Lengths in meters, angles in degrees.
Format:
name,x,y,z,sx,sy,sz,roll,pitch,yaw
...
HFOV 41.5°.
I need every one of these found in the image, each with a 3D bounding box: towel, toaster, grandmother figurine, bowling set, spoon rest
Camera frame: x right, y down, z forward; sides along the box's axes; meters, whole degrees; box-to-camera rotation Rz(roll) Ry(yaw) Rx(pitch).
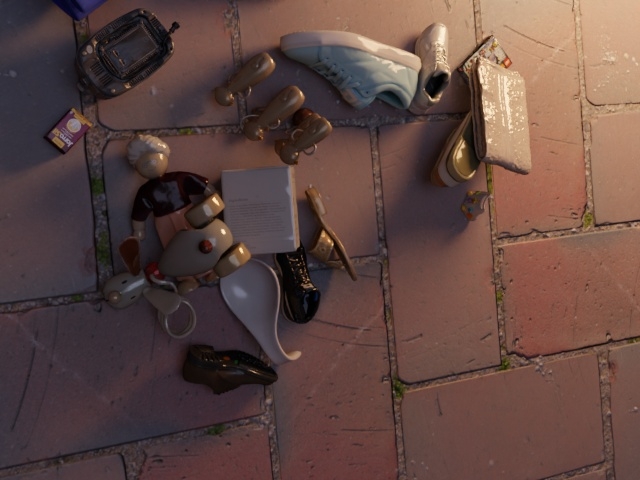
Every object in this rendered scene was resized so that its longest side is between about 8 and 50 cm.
name,x,y,z,sx,sy,sz,roll,pitch,yaw
towel,0.451,-0.310,2.103,0.187,0.049,0.282,11,69,-37
toaster,-0.400,-0.381,1.728,0.227,0.146,0.129,-42,108,-17
grandmother figurine,-0.310,-0.067,1.801,0.207,0.104,0.342,-27,103,-16
bowling set,-0.084,-0.253,1.875,0.154,0.200,0.287,-40,64,2
spoon rest,-0.128,0.163,1.890,0.137,0.084,0.276,-21,105,17

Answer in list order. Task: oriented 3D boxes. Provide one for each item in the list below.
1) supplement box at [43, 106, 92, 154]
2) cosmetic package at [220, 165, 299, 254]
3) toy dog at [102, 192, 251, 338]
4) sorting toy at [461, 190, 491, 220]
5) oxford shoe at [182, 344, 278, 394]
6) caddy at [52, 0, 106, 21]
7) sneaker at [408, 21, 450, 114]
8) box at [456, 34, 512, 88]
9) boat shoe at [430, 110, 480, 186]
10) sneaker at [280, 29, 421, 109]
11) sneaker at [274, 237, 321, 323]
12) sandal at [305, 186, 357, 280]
name,x,y,z,sx,sy,sz,roll,pitch,yaw
supplement box,-0.518,-0.225,1.733,0.055,0.043,0.083,43,75,-20
cosmetic package,-0.128,-0.067,1.835,0.151,0.151,0.184,-3,94,1
toy dog,-0.297,0.055,1.699,0.220,0.161,0.334,38,104,-3
sorting toy,0.403,-0.096,2.147,0.044,0.075,0.083,27,79,-23
oxford shoe,-0.203,0.298,1.884,0.227,0.083,0.096,15,107,-26
caddy,-0.499,-0.592,1.629,0.179,0.241,0.341,-47,109,-10
sneaker,0.284,-0.423,2.062,0.090,0.115,0.232,13,86,-26
box,0.422,-0.449,2.174,0.137,0.027,0.094,-46,110,-17
boat shoe,0.364,-0.244,2.111,0.113,0.103,0.302,51,51,-12
sneaker,0.075,-0.386,1.956,0.365,0.135,0.150,7,84,-24
sneaker,-0.043,0.081,1.918,0.079,0.121,0.217,-8,95,-25
sandal,-0.001,0.000,1.967,0.079,0.088,0.240,-25,95,-8
